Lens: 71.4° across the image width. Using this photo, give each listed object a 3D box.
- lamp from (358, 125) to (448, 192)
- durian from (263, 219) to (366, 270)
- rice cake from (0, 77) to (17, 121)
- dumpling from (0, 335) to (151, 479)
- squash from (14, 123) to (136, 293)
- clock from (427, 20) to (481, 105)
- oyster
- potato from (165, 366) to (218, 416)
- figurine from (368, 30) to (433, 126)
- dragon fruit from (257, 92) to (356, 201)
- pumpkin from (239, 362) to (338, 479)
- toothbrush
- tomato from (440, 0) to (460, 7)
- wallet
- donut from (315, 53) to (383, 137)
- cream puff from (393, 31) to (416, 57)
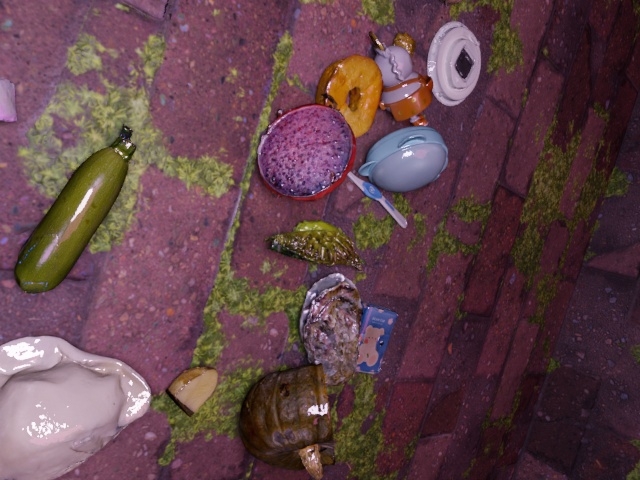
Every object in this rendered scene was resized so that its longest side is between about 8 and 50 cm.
[{"bbox_3d":[0.237,-0.207,1.172,0.284,0.209,0.147,-21,86,-57],"label":"lamp"},{"bbox_3d":[-0.001,0.007,1.082,0.375,0.132,0.106,18,104,-46],"label":"durian"},{"bbox_3d":[-0.610,-0.180,0.580,0.365,0.056,0.072,-15,110,-36],"label":"rice cake"},{"bbox_3d":[-0.484,0.289,0.779,0.318,0.187,0.242,-18,74,-43],"label":"dumpling"},{"bbox_3d":[-0.409,-0.055,0.761,0.087,0.087,0.331,37,77,-39],"label":"squash"},{"bbox_3d":[0.406,-0.518,1.305,0.237,0.053,0.236,-13,110,-37],"label":"clock"},{"bbox_3d":[0.026,0.262,1.181,0.162,0.158,0.350,4,114,3],"label":"oyster"},{"bbox_3d":[-0.281,0.318,0.985,0.103,0.066,0.096,-40,139,-29],"label":"potato"},{"bbox_3d":[0.190,-0.397,1.121,0.271,0.143,0.143,36,79,-26],"label":"figurine"},{"bbox_3d":[-0.018,-0.179,0.996,0.148,0.219,0.223,40,34,-69],"label":"dragon fruit"},{"bbox_3d":[-0.075,0.451,1.064,0.232,0.242,0.324,-12,135,-4],"label":"pumpkin"},{"bbox_3d":[0.140,-0.131,1.220,0.386,0.040,0.040,38,78,-43],"label":"toothbrush"},{"bbox_3d":[0.364,-0.726,1.149,0.214,0.155,0.180,-1,100,-38],"label":"tomato"},{"bbox_3d":[0.147,0.292,1.327,0.141,0.059,0.202,18,89,-34],"label":"wallet"},{"bbox_3d":[0.064,-0.344,1.066,0.174,0.075,0.190,-15,118,-36],"label":"donut"},{"bbox_3d":[0.219,-0.493,1.155,0.083,0.058,0.083,42,74,-40],"label":"cream puff"}]
